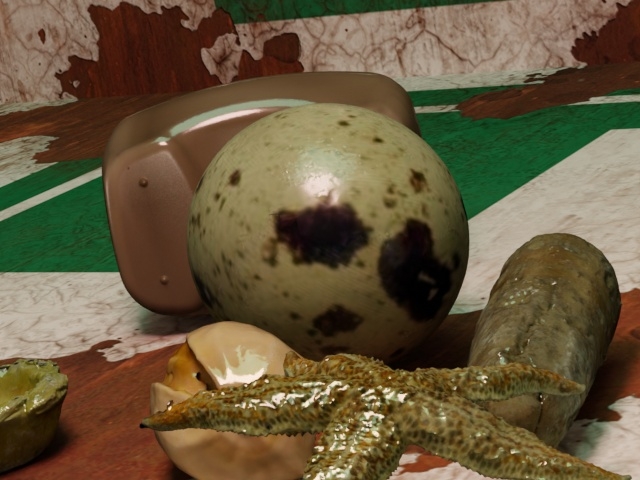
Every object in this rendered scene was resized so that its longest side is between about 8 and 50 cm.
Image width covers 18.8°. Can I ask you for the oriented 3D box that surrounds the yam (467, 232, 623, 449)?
[{"bbox_3d":[0.205,0.106,1.799,0.133,0.133,0.330,-6,19,16],"label":"yam"}]

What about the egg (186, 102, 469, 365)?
[{"bbox_3d":[0.000,0.000,2.021,0.288,0.287,0.379,-17,4,-24],"label":"egg"}]

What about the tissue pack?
[{"bbox_3d":[-0.062,-0.064,2.339,0.387,0.267,0.277,-11,17,5],"label":"tissue pack"}]

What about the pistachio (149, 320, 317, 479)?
[{"bbox_3d":[-0.080,0.153,1.780,0.157,0.157,0.229,-15,13,-18],"label":"pistachio"}]

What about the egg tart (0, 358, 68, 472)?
[{"bbox_3d":[-0.345,0.186,1.962,0.197,0.078,0.197,-12,13,3],"label":"egg tart"}]

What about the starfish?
[{"bbox_3d":[0.058,0.137,1.561,0.358,0.078,0.347,-18,26,-33],"label":"starfish"}]
